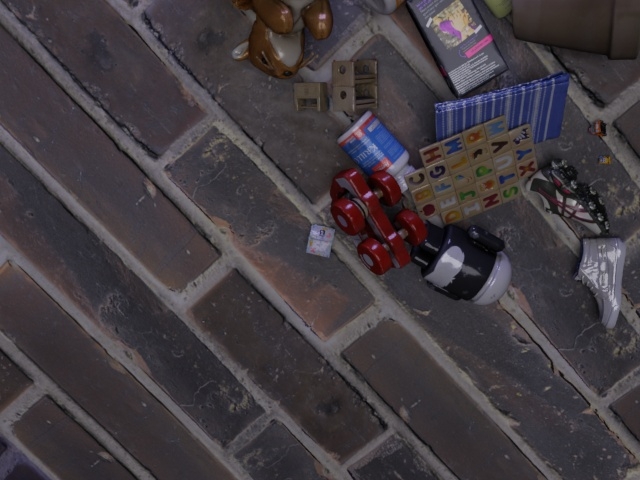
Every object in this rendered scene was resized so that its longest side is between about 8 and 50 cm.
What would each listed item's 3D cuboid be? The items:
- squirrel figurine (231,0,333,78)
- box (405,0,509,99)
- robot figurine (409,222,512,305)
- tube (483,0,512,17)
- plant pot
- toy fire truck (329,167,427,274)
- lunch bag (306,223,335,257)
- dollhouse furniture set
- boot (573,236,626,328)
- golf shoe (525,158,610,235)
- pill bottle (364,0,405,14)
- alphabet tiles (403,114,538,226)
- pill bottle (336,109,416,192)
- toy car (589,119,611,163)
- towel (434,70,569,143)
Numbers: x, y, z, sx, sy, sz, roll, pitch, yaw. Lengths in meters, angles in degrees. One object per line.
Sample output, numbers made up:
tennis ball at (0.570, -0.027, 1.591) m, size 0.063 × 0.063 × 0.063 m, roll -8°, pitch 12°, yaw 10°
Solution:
squirrel figurine at (-0.107, -0.607, 1.623) m, size 0.281 × 0.397 × 0.370 m, roll -18°, pitch 149°, yaw -27°
box at (0.336, -0.510, 1.662) m, size 0.143 × 0.165 × 0.270 m, roll -29°, pitch 101°, yaw 13°
robot figurine at (0.386, 0.062, 1.818) m, size 0.278 × 0.209 × 0.173 m, roll 28°, pitch 80°, yaw -3°
tube at (0.392, -0.647, 1.621) m, size 0.062 × 0.070 × 0.240 m, roll -21°, pitch 134°, yaw 36°
plant pot at (0.605, -0.583, 1.576) m, size 0.280 × 0.323 × 0.323 m, roll 0°, pitch 106°, yaw 21°
toy fire truck at (0.119, -0.048, 1.771) m, size 0.169 × 0.254 × 0.302 m, roll -38°, pitch 103°, yaw -19°
lunch bag at (0.000, 0.000, 1.887) m, size 0.071 × 0.053 × 0.083 m, roll 14°, pitch 97°, yaw -1°
dollhouse furniture set at (0.041, -0.410, 1.753) m, size 0.183 × 0.129 × 0.129 m, roll 8°, pitch 108°, yaw 33°
boot at (0.767, 0.116, 1.854) m, size 0.123 × 0.095 × 0.258 m, roll 3°, pitch 97°, yaw 9°
golf shoe at (0.677, -0.104, 1.799) m, size 0.273 × 0.105 × 0.120 m, roll 42°, pitch 134°, yaw -16°
pill bottle at (0.214, -0.692, 1.603) m, size 0.278 × 0.162 × 0.162 m, roll -42°, pitch 99°, yaw -2°
alphabet tiles at (0.401, -0.175, 1.753) m, size 0.342 × 0.011 × 0.285 m, roll -22°, pitch 132°, yaw 6°
pill bottle at (0.158, -0.228, 1.774) m, size 0.124 × 0.124 × 0.221 m, roll -42°, pitch 99°, yaw 13°
toy car at (0.738, -0.258, 1.764) m, size 0.040 × 0.060 × 0.122 m, roll -2°, pitch 100°, yaw 38°
towel at (0.460, -0.307, 1.704) m, size 0.336 × 0.040 × 0.243 m, roll -13°, pitch 149°, yaw 6°
